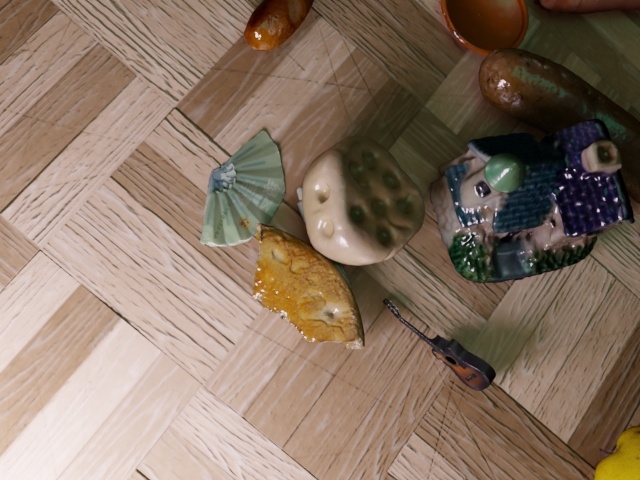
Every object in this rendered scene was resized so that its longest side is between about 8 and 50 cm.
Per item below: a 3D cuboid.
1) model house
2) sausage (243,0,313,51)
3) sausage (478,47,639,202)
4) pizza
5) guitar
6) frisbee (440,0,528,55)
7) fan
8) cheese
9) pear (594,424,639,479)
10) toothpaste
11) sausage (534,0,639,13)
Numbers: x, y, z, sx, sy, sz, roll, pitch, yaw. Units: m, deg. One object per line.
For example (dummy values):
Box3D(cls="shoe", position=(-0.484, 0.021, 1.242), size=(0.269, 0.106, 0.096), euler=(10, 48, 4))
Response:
Box3D(cls="model house", position=(0.385, -0.083, 1.657), size=(0.298, 0.284, 0.243), euler=(-10, 75, -21))
Box3D(cls="sausage", position=(-0.054, -0.466, 1.708), size=(0.102, 0.076, 0.302), euler=(17, 70, -6))
Box3D(cls="sausage", position=(0.520, -0.214, 1.817), size=(0.500, 0.123, 0.136), euler=(32, 64, -10))
Box3D(cls="pizza", position=(-0.026, 0.084, 1.578), size=(0.271, 0.056, 0.134), euler=(39, 77, 0))
Box3D(cls="guitar", position=(0.200, 0.175, 1.637), size=(0.233, 0.088, 0.025), euler=(39, 68, 4))
Box3D(cls="frisbee", position=(0.317, -0.445, 1.853), size=(0.192, 0.035, 0.192), euler=(5, 76, -18))
Box3D(cls="fan", position=(-0.129, -0.085, 1.620), size=(0.131, 0.009, 0.240), euler=(30, 68, -12))
Box3D(cls="cheese", position=(0.072, -0.059, 1.607), size=(0.218, 0.117, 0.235), euler=(24, 59, -27))
Box3D(cls="pear", position=(0.581, 0.408, 1.655), size=(0.267, 0.267, 0.178), euler=(-17, 58, -22))
Box3D(cls="toothpaste", position=(0.000, 0.000, 1.630), size=(0.048, 0.029, 0.197), euler=(-20, 86, -16))
Box3D(cls="sausage", position=(0.632, -0.518, 1.952), size=(0.419, 0.094, 0.094), euler=(-10, 41, -22))
